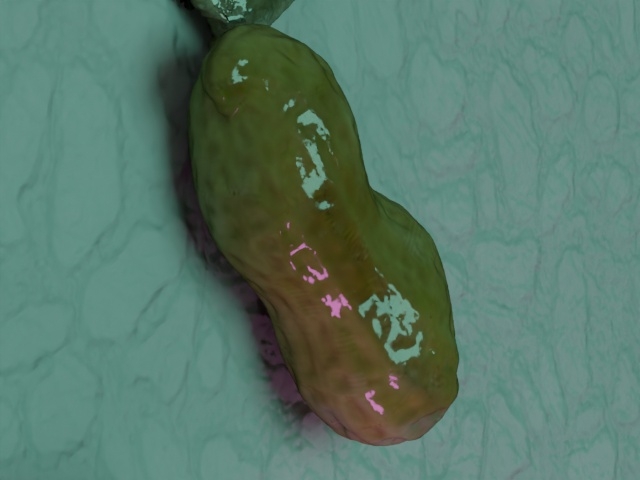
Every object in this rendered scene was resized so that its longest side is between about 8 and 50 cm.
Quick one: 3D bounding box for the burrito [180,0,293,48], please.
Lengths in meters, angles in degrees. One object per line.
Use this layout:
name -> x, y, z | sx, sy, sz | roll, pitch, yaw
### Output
burrito -> -0.017, -0.165, 1.082 | 0.171, 0.042, 0.051 | -49, 134, -39

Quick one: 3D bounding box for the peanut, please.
peanut -> 0.000, 0.000, 1.049 | 0.263, 0.101, 0.117 | 59, 22, -27
